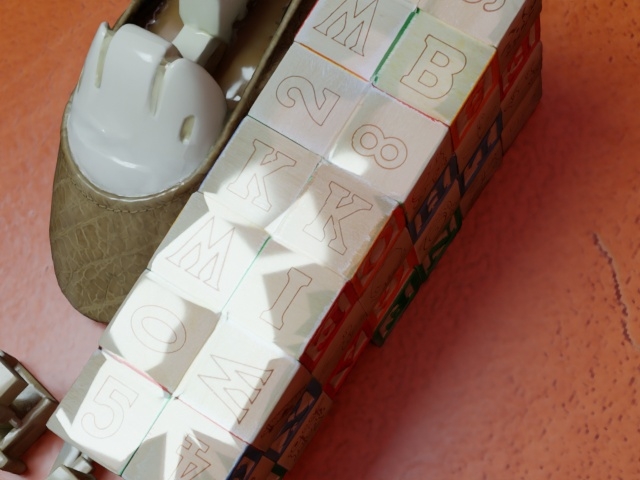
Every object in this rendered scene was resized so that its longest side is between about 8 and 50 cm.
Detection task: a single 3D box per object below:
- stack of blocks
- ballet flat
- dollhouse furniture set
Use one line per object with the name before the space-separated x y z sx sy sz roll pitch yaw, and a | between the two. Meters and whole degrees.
stack of blocks | 0.000 0.000 0.773 0.087 0.171 0.297 31 82 14
ballet flat | -0.061 -0.120 0.837 0.116 0.124 0.342 28 81 14
dollhouse furniture set | -0.164 0.128 0.753 0.161 0.182 0.101 43 84 15
